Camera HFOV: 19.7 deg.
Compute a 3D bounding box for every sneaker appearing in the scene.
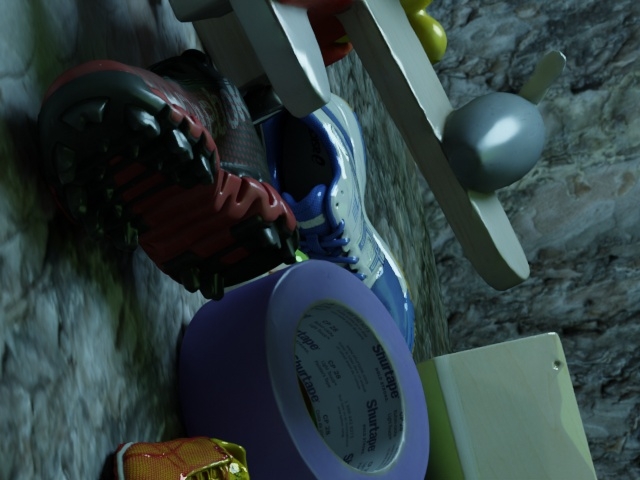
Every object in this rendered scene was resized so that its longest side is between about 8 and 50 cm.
[{"bbox_3d":[0.000,0.000,1.724,0.131,0.112,0.296,4,68,-71],"label":"sneaker"},{"bbox_3d":[-0.080,0.141,1.081,0.175,0.067,0.064,-31,112,-79],"label":"sneaker"},{"bbox_3d":[-0.101,-0.060,1.105,0.135,0.098,0.276,69,12,21],"label":"sneaker"}]

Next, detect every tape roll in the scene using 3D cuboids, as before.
[{"bbox_3d":[-0.009,0.113,1.295,0.189,0.080,0.189,36,43,-42],"label":"tape roll"}]

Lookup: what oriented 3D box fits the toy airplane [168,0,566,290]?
[{"bbox_3d":[0.026,-0.200,1.253,0.384,0.272,0.386,62,-2,46],"label":"toy airplane"}]

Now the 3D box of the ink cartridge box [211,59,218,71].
[{"bbox_3d":[-0.077,-0.264,1.560,0.134,0.078,0.231,-91,167,-52],"label":"ink cartridge box"}]

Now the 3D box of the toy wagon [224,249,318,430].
[{"bbox_3d":[0.016,0.172,1.506,0.344,0.068,0.267,56,21,-34],"label":"toy wagon"}]

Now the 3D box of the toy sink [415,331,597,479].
[{"bbox_3d":[0.131,0.181,1.632,0.234,0.131,0.152,145,-68,-66],"label":"toy sink"}]
